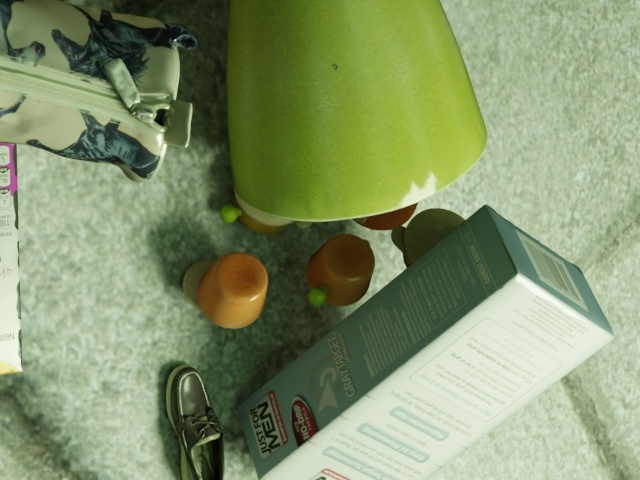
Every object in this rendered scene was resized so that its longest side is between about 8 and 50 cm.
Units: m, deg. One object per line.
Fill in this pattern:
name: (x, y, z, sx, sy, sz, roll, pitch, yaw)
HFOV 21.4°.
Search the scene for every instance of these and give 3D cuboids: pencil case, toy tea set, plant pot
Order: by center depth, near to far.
pencil case: (-0.320, -0.161, 1.521, 0.410, 0.183, 0.160, 10, 86, -28)
plant pot: (0.012, -0.214, 1.729, 0.275, 0.275, 0.293, -33, 125, -31)
toy tea set: (0.000, 0.000, 1.888, 0.336, 0.124, 0.200, -11, 68, -19)

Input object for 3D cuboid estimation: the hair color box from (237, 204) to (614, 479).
hair color box: (0.110, 0.144, 1.848, 0.374, 0.113, 0.185, -41, 134, 20)

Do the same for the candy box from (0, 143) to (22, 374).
candy box: (-0.370, 0.018, 1.612, 0.159, 0.071, 0.233, -7, 101, -39)

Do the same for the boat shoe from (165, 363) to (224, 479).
boat shoe: (-0.129, 0.209, 1.846, 0.056, 0.049, 0.152, -22, 109, -35)
